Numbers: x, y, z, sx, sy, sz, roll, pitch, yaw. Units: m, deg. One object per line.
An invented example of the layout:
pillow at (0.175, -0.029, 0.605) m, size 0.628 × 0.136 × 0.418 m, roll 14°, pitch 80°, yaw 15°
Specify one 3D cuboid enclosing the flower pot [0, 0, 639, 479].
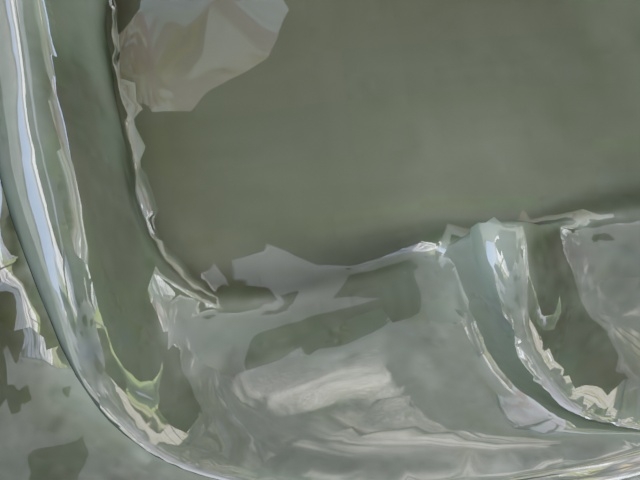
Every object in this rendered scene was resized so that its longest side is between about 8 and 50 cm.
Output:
flower pot at (0.000, 0.000, 0.495) m, size 0.368 × 0.164 × 0.254 m, roll -11°, pitch -20°, yaw -6°
